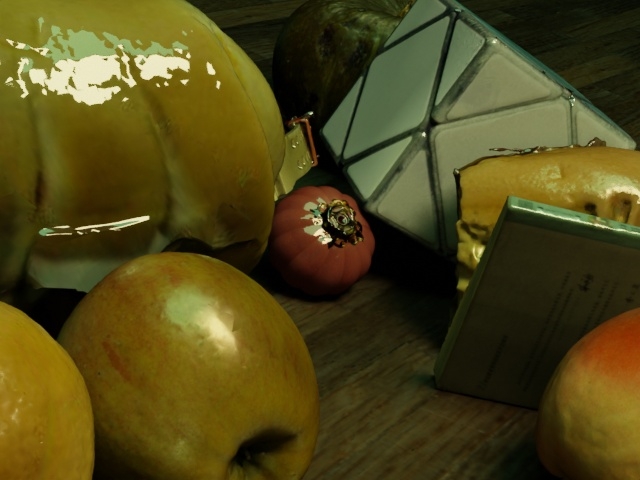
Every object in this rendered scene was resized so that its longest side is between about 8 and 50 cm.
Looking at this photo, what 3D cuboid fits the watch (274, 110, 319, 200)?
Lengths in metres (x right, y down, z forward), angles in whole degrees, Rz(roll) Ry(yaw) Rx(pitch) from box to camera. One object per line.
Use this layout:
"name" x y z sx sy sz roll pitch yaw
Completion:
"watch" -0.081 -0.081 1.148 0.165 0.102 0.268 -8 16 29

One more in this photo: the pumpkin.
"pumpkin" 0.063 -0.219 1.363 0.232 0.242 0.325 11 21 -24

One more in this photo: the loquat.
"loquat" -0.215 0.132 0.592 0.176 0.187 0.234 21 55 -8

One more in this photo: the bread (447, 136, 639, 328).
"bread" 0.247 0.008 1.013 0.262 0.204 0.162 -4 4 -27

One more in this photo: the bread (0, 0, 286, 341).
"bread" -0.169 -0.030 0.821 0.341 0.300 0.210 -3 36 -36

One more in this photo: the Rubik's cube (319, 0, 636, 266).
"Rubik's cube" 0.152 -0.103 1.144 0.205 0.207 0.205 31 17 -26

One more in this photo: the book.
"book" 0.254 0.077 0.905 0.283 0.215 0.025 15 41 -3

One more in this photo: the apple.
"apple" -0.083 0.102 0.726 0.182 0.182 0.155 -10 44 -39

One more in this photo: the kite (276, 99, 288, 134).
"kite" -0.072 -0.133 1.284 0.160 0.010 0.183 41 -20 -17

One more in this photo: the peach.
"peach" 0.248 0.137 0.819 0.184 0.184 0.184 11 26 -5

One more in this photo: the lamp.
"lamp" 0.000 0.000 1.060 0.107 0.092 0.107 13 58 -22
